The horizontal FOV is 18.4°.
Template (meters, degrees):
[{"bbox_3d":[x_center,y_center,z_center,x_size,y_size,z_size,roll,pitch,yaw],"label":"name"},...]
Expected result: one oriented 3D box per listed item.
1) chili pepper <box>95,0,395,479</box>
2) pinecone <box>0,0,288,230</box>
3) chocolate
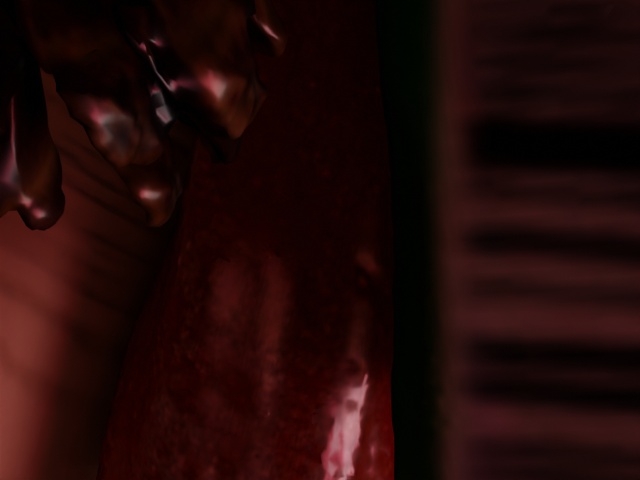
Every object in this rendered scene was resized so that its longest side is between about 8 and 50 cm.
[{"bbox_3d":[0.000,0.000,0.639,0.144,0.136,0.252,-2,106,-36],"label":"chili pepper"},{"bbox_3d":[-0.075,-0.067,0.364,0.173,0.174,0.173,-47,149,-40],"label":"pinecone"},{"bbox_3d":[0.106,-0.085,0.524,0.341,0.162,0.360,-66,155,-71],"label":"chocolate"}]
